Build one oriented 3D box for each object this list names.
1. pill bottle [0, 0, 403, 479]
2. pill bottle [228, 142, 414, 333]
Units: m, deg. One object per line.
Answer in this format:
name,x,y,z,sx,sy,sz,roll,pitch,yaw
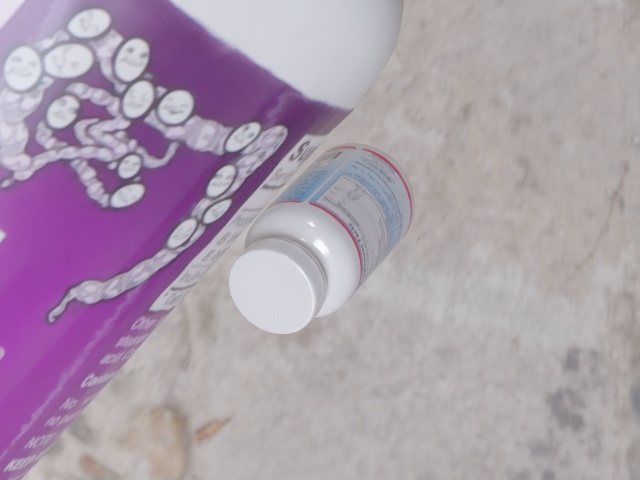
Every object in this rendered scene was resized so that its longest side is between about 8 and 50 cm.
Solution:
pill bottle,-0.086,-0.054,0.507,0.169,0.169,0.301,41,102,-5
pill bottle,0.000,0.000,1.364,0.087,0.160,0.087,13,122,22
